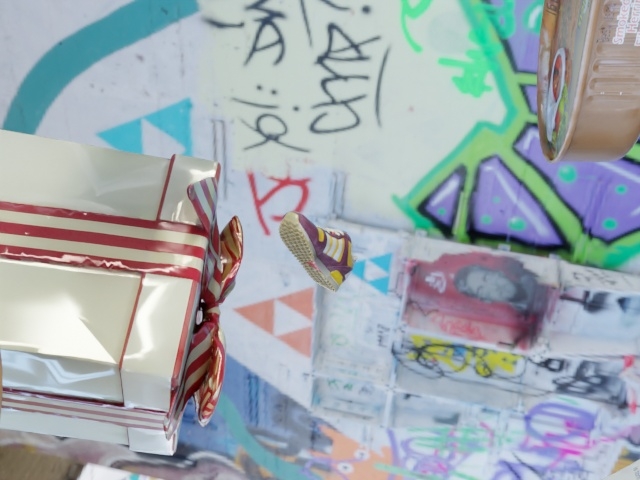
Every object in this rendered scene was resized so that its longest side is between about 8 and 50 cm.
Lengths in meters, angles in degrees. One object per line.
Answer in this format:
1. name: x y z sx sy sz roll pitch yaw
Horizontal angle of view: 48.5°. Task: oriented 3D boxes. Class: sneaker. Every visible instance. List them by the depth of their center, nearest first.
1. sneaker: 0.000 0.000 1.117 0.084 0.070 0.185 -52 -39 -19

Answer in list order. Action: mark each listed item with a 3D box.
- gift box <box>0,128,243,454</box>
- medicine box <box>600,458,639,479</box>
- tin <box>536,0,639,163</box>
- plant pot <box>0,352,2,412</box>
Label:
1. gift box: -0.211 0.057 0.673 0.276 0.258 0.255 114 164 -60
2. medicine box: 0.367 0.313 0.594 0.289 0.263 0.149 -37 0 18
3. tin: 0.123 -0.121 0.302 0.106 0.040 0.189 -71 -17 -52
4. plant pot: -0.320 0.101 0.323 0.203 0.291 0.290 -44 21 44
